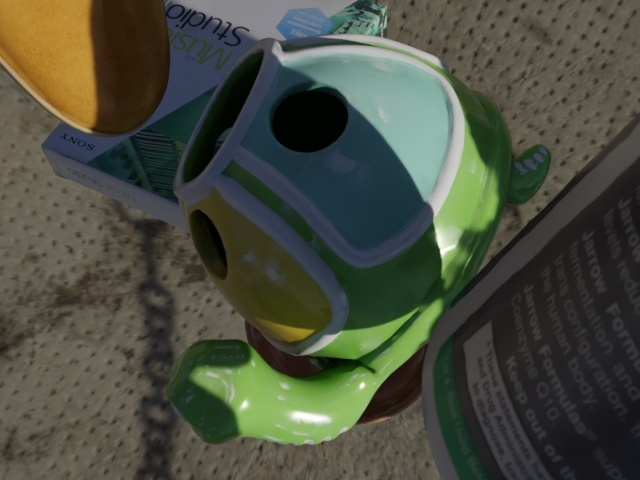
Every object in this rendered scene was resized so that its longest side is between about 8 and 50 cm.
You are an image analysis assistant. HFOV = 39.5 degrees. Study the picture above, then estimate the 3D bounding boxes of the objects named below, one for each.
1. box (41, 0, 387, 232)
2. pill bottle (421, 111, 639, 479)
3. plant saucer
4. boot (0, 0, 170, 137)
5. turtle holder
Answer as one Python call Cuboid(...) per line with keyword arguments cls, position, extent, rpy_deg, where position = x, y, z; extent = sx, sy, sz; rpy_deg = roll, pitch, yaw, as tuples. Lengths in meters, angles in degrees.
Cuboid(cls="box", position=(-0.103, -0.160, 0.939), extent=(0.232, 0.058, 0.322), rpy_deg=(23, 64, 19))
Cuboid(cls="pill bottle", position=(0.209, 0.008, 0.340), extent=(0.204, 0.361, 0.204), rpy_deg=(15, 50, -19))
Cuboid(cls="plant saucer", position=(0.023, 0.082, 0.875), extent=(0.200, 0.037, 0.200), rpy_deg=(5, 105, 18))
Cuboid(cls="boot", position=(-0.075, -0.170, 0.341), extent=(0.104, 0.211, 0.295), rpy_deg=(-48, 130, -39))
Cuboid(cls="turtle holder", position=(-0.002, -0.010, 0.695), extent=(0.227, 0.243, 0.320), rpy_deg=(31, 96, -23))
